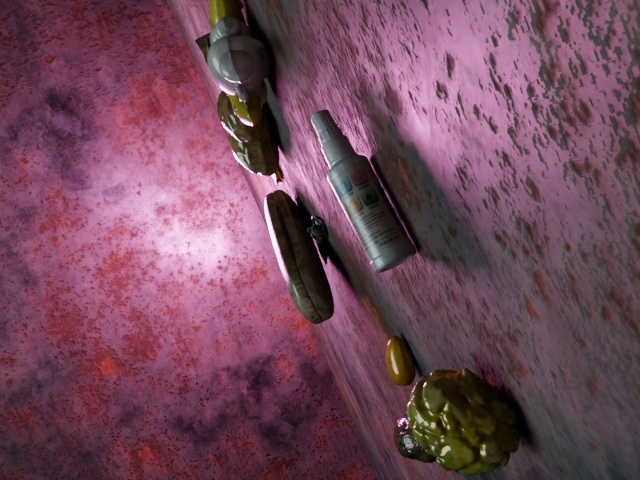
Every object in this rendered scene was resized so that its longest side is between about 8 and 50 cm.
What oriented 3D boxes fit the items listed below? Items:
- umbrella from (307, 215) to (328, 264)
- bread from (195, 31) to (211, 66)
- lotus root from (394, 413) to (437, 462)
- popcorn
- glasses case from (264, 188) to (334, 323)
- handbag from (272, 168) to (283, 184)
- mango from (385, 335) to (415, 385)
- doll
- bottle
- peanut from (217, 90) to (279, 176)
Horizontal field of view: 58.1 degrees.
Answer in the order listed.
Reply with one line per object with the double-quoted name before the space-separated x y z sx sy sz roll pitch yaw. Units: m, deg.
"umbrella" -0.005 -0.002 1.313 0.269 0.044 0.044 83 -155 -67
"bread" -0.238 -0.441 1.353 0.074 0.084 0.139 64 175 -10
"lotus root" 0.171 0.339 1.000 0.179 0.089 0.080 79 -154 -73
"popcorn" 0.157 0.193 0.631 0.106 0.121 0.116 -18 -68 -62
"glasses case" -0.059 0.027 1.408 0.425 0.098 0.156 -113 -4 -51
"handbag" -0.133 -0.201 1.597 0.083 0.027 0.061 59 169 23
"mango" 0.136 0.205 0.984 0.060 0.046 0.089 -151 50 -73
"doll" -0.146 -0.323 1.046 0.252 0.111 0.237 88 172 -70
"bottle" 0.045 -0.066 0.714 0.217 0.060 0.060 63 172 12
"peanut" -0.172 -0.262 1.371 0.233 0.110 0.196 77 171 -53
